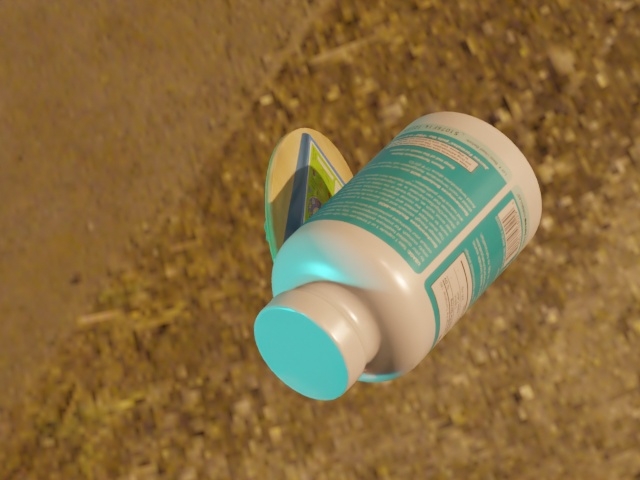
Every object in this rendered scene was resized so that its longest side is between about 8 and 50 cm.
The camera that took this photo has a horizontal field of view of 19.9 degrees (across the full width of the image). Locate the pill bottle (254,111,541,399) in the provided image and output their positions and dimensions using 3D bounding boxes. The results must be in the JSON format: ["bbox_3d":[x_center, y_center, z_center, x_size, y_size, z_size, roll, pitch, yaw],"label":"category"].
[{"bbox_3d":[0.059,0.016,1.495,0.264,0.146,0.146,-43,154,-38],"label":"pill bottle"}]

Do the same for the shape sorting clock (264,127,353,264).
[{"bbox_3d":[0.000,0.000,1.655,0.040,0.206,0.206,-14,141,22],"label":"shape sorting clock"}]
